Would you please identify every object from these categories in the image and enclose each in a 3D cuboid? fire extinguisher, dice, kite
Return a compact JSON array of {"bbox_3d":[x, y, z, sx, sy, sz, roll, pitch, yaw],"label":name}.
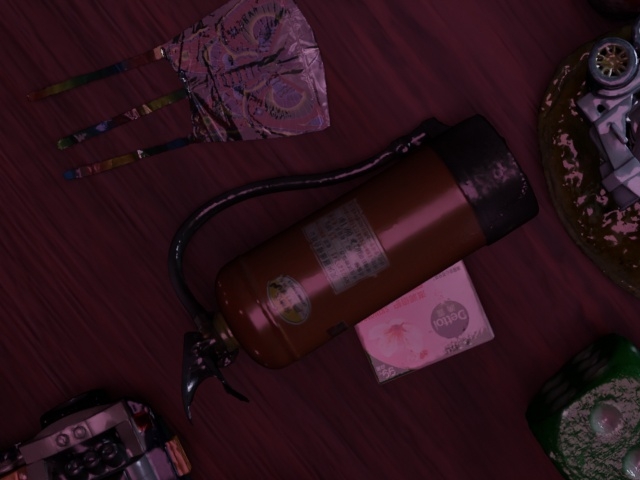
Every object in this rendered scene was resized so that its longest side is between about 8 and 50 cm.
[{"bbox_3d":[0.005,0.008,1.188,0.376,0.200,0.113,-32,128,-2],"label":"fire extinguisher"},{"bbox_3d":[0.275,0.171,1.191,0.131,0.128,0.120,-42,93,10],"label":"dice"},{"bbox_3d":[-0.137,-0.143,1.220,0.285,0.015,0.152,-17,95,3],"label":"kite"}]

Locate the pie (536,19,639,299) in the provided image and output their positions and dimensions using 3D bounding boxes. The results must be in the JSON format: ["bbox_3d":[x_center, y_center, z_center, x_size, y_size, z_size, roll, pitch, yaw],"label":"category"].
[{"bbox_3d":[0.366,-0.075,1.176,0.323,0.070,0.323,1,101,3],"label":"pie"}]

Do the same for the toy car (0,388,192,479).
[{"bbox_3d":[-0.272,0.265,1.246,0.301,0.118,0.193,-23,95,5],"label":"toy car"}]

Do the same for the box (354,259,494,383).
[{"bbox_3d":[0.096,0.075,1.227,0.125,0.043,0.089,-24,98,7],"label":"box"}]

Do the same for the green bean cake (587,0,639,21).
[{"bbox_3d":[0.308,-0.324,1.117,0.232,0.097,0.199,-27,91,6],"label":"green bean cake"}]

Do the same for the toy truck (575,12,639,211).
[{"bbox_3d":[0.332,-0.143,1.076,0.256,0.108,0.140,-34,82,7],"label":"toy truck"}]
